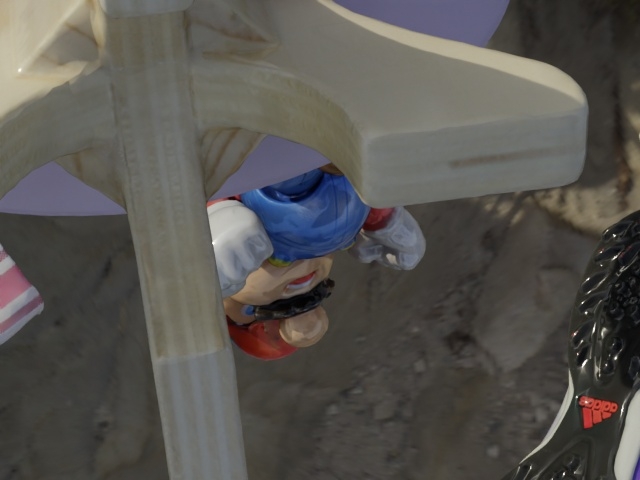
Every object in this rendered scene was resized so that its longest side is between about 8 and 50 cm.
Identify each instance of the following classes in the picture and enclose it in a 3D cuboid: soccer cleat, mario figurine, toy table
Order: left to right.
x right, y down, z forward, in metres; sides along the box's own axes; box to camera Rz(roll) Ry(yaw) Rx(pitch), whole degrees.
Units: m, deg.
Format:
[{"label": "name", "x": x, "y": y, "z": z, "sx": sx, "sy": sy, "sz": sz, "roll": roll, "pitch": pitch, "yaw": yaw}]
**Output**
[{"label": "toy table", "x": -0.053, "y": -0.057, "z": 0.504, "sx": 0.274, "sy": 0.161, "sz": 0.252, "roll": -18, "pitch": 126, "yaw": -1}, {"label": "mario figurine", "x": 0.000, "y": 0.000, "z": 1.055, "sx": 0.198, "sy": 0.320, "sz": 0.170, "roll": 16, "pitch": 58, "yaw": -15}, {"label": "soccer cleat", "x": 0.177, "y": 0.140, "z": 0.913, "sx": 0.116, "sy": 0.109, "sz": 0.318, "roll": 34, "pitch": 74, "yaw": -38}]

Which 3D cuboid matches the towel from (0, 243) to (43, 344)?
[{"label": "towel", "x": -0.276, "y": 0.000, "z": 0.941, "sx": 0.197, "sy": 0.029, "sz": 0.144, "roll": 51, "pitch": 45, "yaw": -1}]
